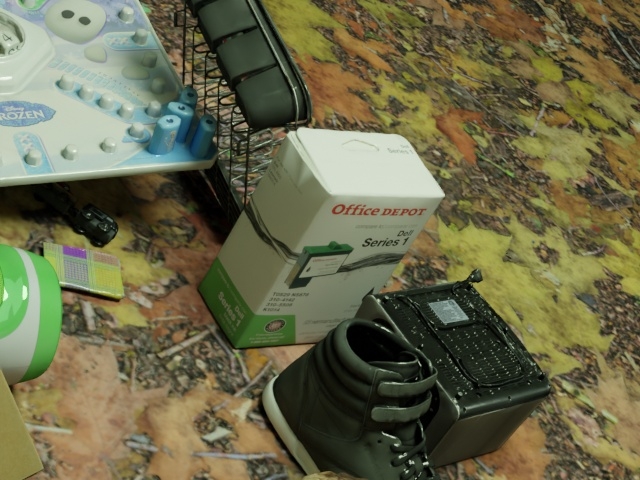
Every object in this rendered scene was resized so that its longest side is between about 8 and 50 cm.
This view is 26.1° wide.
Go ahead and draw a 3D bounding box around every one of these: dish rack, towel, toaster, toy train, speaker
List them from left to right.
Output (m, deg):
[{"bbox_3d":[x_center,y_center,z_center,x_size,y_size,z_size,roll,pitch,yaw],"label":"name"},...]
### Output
[{"bbox_3d":[-0.367,0.055,1.120,0.296,0.131,0.131,5,42,-35],"label":"speaker"},{"bbox_3d":[-0.273,-0.050,1.418,0.158,0.027,0.036,35,30,4],"label":"toy train"},{"bbox_3d":[-0.233,0.031,1.363,0.083,0.009,0.060,13,39,-26],"label":"towel"},{"bbox_3d":[-0.091,-0.137,1.462,0.074,0.271,0.208,-17,61,-16],"label":"dish rack"},{"bbox_3d":[0.131,0.132,1.438,0.186,0.110,0.168,-7,51,-43],"label":"toaster"}]

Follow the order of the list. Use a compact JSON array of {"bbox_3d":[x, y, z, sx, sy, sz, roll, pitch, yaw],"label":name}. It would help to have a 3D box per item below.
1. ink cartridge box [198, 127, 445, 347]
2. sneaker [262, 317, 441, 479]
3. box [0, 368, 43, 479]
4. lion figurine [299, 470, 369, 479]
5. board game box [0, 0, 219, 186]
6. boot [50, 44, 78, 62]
[{"bbox_3d":[0.000,0.000,1.401,0.160,0.219,0.092,-1,46,-40],"label":"ink cartridge box"},{"bbox_3d":[0.074,0.197,1.277,0.104,0.147,0.296,-14,56,-50],"label":"sneaker"},{"bbox_3d":[-0.326,0.141,1.033,0.201,0.021,0.164,-24,91,-37],"label":"box"},{"bbox_3d":[0.094,0.287,1.048,0.142,0.392,0.240,-21,90,-27],"label":"lion figurine"},{"bbox_3d":[-0.341,-0.211,1.409,0.390,0.050,0.390,-7,50,-30],"label":"board game box"},{"bbox_3d":[-0.379,-0.164,1.419,0.264,0.096,0.280,42,36,10],"label":"boot"}]
